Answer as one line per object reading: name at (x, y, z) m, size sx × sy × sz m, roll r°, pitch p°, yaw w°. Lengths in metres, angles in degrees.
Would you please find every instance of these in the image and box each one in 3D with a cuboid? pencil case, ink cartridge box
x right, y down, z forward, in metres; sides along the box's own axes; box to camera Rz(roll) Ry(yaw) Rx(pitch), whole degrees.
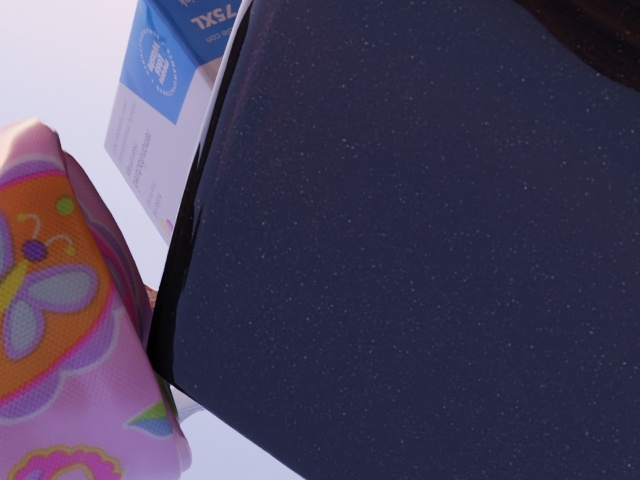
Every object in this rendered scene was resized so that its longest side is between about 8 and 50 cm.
pencil case at (-0.182, 0.064, 0.397) m, size 0.124 × 0.284 × 0.124 m, roll 157°, pitch 90°, yaw -78°
ink cartridge box at (0.000, 0.000, 0.635) m, size 0.078 × 0.134 × 0.231 m, roll -26°, pitch -108°, yaw -27°

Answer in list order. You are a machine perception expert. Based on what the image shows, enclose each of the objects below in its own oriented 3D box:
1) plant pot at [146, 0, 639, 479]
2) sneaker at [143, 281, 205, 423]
plant pot at (0.058, -0.006, 0.417) m, size 0.187 × 0.167 × 0.188 m, roll 34°, pitch -168°, yaw 5°
sneaker at (-0.140, 0.098, 1.374) m, size 0.131 × 0.350 × 0.148 m, roll 0°, pitch -107°, yaw -49°
